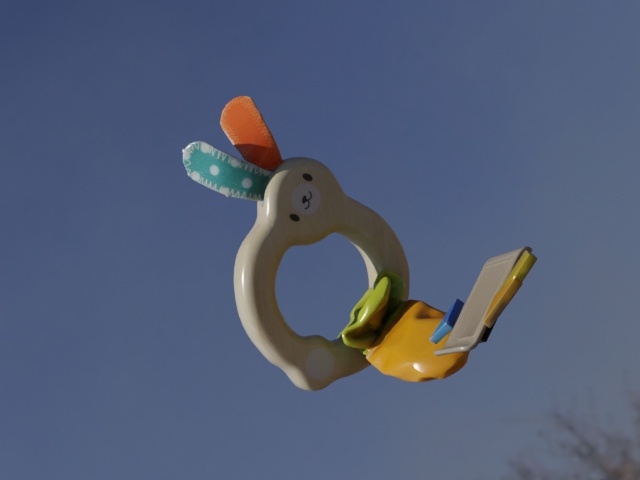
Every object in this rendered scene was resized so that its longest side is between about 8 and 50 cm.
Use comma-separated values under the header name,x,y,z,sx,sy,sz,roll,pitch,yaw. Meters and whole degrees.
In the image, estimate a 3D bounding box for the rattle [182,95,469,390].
name,x,y,z,sx,sy,sz,roll,pitch,yaw
rattle,0.000,0.000,1.277,0.130,0.199,0.143,-21,10,-6

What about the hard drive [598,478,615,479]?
name,x,y,z,sx,sy,sz,roll,pitch,yaw
hard drive,0.223,0.168,1.174,0.094,0.135,0.022,1,-84,-69

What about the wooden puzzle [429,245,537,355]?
name,x,y,z,sx,sy,sz,roll,pitch,yaw
wooden puzzle,0.096,0.037,1.142,0.078,0.014,0.116,-57,7,-4
